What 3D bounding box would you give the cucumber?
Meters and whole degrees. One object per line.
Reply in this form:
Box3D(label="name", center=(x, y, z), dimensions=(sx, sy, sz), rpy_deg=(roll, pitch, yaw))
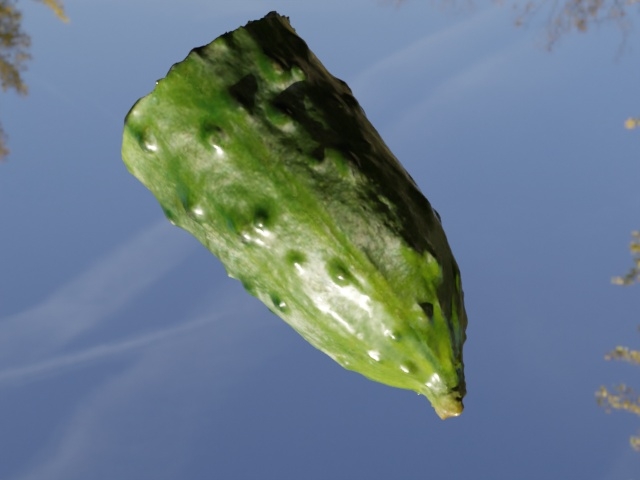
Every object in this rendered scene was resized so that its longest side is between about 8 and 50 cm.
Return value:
Box3D(label="cucumber", center=(0.003, -0.002, 0.580), dimensions=(0.134, 0.134, 0.244), rpy_deg=(-30, -104, -36))
